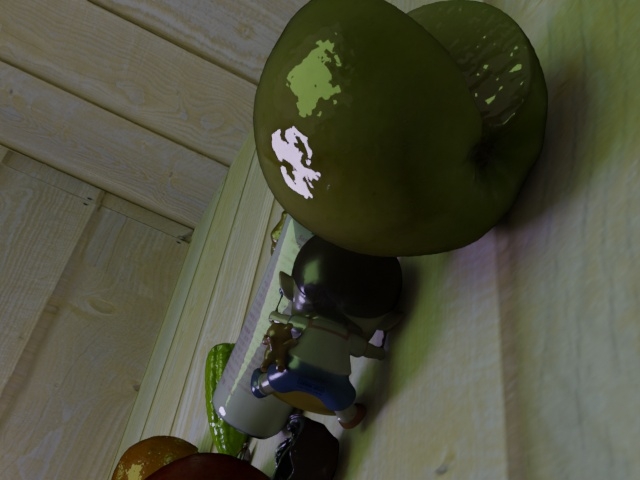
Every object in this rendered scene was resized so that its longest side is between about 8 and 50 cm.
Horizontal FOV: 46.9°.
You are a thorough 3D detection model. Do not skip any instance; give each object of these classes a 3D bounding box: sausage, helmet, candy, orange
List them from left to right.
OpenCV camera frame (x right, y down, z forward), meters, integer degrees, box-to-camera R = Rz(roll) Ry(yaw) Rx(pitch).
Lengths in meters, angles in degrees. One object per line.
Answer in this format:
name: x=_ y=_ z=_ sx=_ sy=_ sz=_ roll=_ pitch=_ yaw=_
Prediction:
orange: x=-0.357 y=0.512 z=1.545 sx=0.237 sy=0.158 sz=0.179 roll=-55 pitch=16 yaw=36
sausage: x=-0.151 y=0.428 z=1.207 sx=0.028 sy=0.025 sz=0.199 roll=56 pitch=-134 yaw=-56
candy: x=-0.162 y=0.290 z=1.328 sx=0.097 sy=0.096 sz=0.210 roll=134 pitch=139 yaw=-54
helmet: x=-0.019 y=0.275 z=0.893 sx=0.098 sy=0.070 sz=0.123 roll=-97 pitch=26 yaw=-76

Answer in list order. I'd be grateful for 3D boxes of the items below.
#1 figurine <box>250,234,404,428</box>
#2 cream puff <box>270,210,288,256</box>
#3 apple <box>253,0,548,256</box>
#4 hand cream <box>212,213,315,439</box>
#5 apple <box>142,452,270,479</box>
figurine: x=0.018 y=0.084 z=0.917 sx=0.158 sy=0.161 sz=0.276 roll=110 pitch=-177 yaw=-66
cream puff: x=0.000 y=0.000 z=1.189 sx=0.116 sy=0.146 sz=0.146 roll=37 pitch=105 yaw=36
apple: x=0.082 y=-0.121 z=0.750 sx=0.254 sy=0.291 sz=0.292 roll=33 pitch=100 yaw=46
hand cream: x=-0.045 y=0.125 z=1.113 sx=0.185 sy=0.118 sz=0.359 roll=33 pitch=103 yaw=32
apple: x=-0.183 y=0.472 z=0.991 sx=0.365 sy=0.294 sz=0.329 roll=-173 pitch=76 yaw=-77
